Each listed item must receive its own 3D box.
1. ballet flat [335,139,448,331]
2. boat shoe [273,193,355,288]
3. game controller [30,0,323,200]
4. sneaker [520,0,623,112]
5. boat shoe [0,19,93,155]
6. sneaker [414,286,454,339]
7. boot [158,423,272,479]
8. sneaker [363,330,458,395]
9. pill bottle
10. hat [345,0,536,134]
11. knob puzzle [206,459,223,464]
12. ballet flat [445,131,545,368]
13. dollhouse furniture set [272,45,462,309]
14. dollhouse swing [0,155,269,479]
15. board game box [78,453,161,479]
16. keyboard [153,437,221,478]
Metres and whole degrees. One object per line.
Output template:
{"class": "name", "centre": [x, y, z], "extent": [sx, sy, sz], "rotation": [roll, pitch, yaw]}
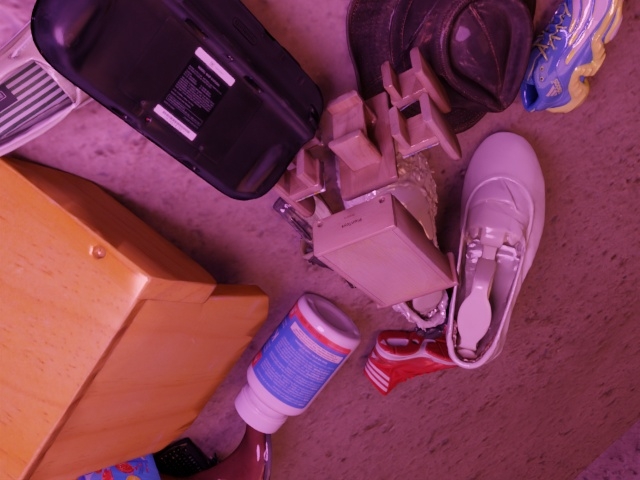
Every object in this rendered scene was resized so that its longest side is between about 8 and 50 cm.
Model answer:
{"class": "ballet flat", "centre": [0.137, 0.001, 0.973], "extent": [0.147, 0.147, 0.409], "rotation": [-33, 136, -7]}
{"class": "boat shoe", "centre": [0.000, 0.000, 0.936], "extent": [0.073, 0.080, 0.223], "rotation": [-32, 131, 0]}
{"class": "game controller", "centre": [-0.122, -0.167, 0.637], "extent": [0.166, 0.067, 0.319], "rotation": [-49, 135, 2]}
{"class": "sneaker", "centre": [0.359, -0.287, 0.930], "extent": [0.126, 0.091, 0.240], "rotation": [-20, 134, -18]}
{"class": "boat shoe", "centre": [-0.250, -0.168, 0.618], "extent": [0.302, 0.094, 0.109], "rotation": [-39, 136, -3]}
{"class": "sneaker", "centre": [0.291, 0.085, 1.175], "extent": [0.135, 0.097, 0.276], "rotation": [28, 104, -41]}
{"class": "boot", "centre": [-0.235, 0.400, 1.070], "extent": [0.280, 0.096, 0.264], "rotation": [14, 100, -12]}
{"class": "sneaker", "centre": [0.180, 0.245, 1.257], "extent": [0.221, 0.087, 0.128], "rotation": [12, 126, -26]}
{"class": "pill bottle", "centre": [-0.044, 0.207, 1.033], "extent": [0.124, 0.124, 0.221], "rotation": [25, 108, -43]}
{"class": "hat", "centre": [0.197, -0.253, 0.821], "extent": [0.331, 0.134, 0.331], "rotation": [-18, 131, -22]}
{"class": "knob puzzle", "centre": [-0.214, 0.502, 1.224], "extent": [0.213, 0.030, 0.213], "rotation": [-18, 132, -22]}
{"class": "ballet flat", "centre": [0.277, 0.028, 1.014], "extent": [0.139, 0.139, 0.400], "rotation": [-2, 106, -33]}
{"class": "dollhouse furniture set", "centre": [0.071, -0.065, 0.767], "extent": [0.212, 0.242, 0.161], "rotation": [-21, 143, 26]}
{"class": "dollhouse swing", "centre": [-0.294, 0.113, 0.804], "extent": [0.347, 0.315, 0.305], "rotation": [-55, 171, 12]}
{"class": "board game box", "centre": [-0.344, 0.446, 0.898], "extent": [0.086, 0.302, 0.308], "rotation": [28, 105, -44]}
{"class": "keyboard", "centre": [-0.216, 0.431, 1.135], "extent": [0.100, 0.038, 0.192], "rotation": [-33, 125, -12]}
